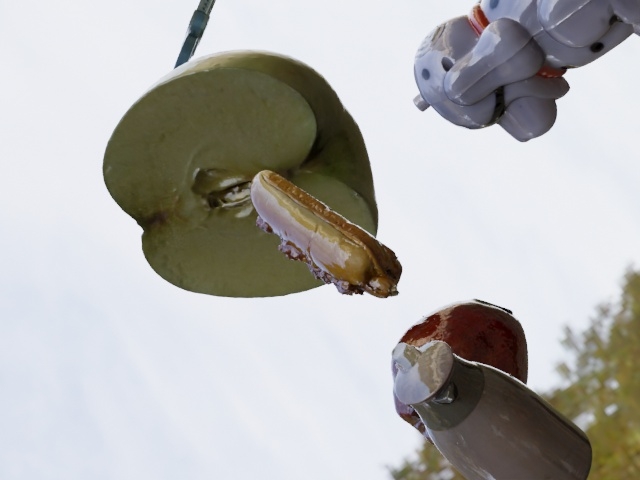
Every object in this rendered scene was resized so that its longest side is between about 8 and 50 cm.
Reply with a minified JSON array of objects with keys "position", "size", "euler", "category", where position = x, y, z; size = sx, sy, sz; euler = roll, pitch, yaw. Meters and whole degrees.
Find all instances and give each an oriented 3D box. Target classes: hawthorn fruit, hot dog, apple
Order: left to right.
[{"position":[-0.118,-0.089,2.148],"size":[0.312,0.360,0.320],"euler":[14,-117,-59],"category":"apple"},{"position":[0.000,0.000,1.713],"size":[0.249,0.076,0.102],"euler":[36,179,40],"category":"hot dog"},{"position":[0.186,0.161,1.968],"size":[0.185,0.185,0.202],"euler":[46,-128,-12],"category":"hawthorn fruit"}]

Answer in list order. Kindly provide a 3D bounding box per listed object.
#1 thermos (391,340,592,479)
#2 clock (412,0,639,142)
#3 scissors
[{"position":[0.141,0.159,1.393],"size":[0.193,0.105,0.137],"euler":[39,-175,-29],"category":"thermos"},{"position":[0.204,-0.207,1.553],"size":[0.189,0.254,0.189],"euler":[41,-163,-16],"category":"clock"},{"position":[-0.198,-0.336,2.434],"size":[0.030,0.125,0.256],"euler":[22,-122,-6],"category":"scissors"}]
